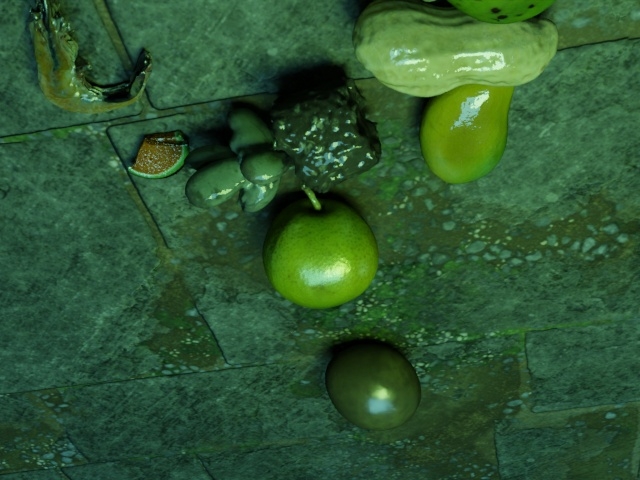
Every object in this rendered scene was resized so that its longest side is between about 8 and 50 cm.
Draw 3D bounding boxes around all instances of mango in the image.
[{"bbox_3d":[0.198,-0.160,1.265,0.122,0.085,0.191,5,132,8],"label":"mango"}]

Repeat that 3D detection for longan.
[{"bbox_3d":[0.095,0.273,1.735,0.185,0.159,0.204,30,172,-11],"label":"longan"}]

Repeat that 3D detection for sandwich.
[{"bbox_3d":[-0.230,-0.125,1.335,0.069,0.026,0.101,23,132,-21],"label":"sandwich"}]

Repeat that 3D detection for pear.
[{"bbox_3d":[0.000,0.000,1.403,0.180,0.166,0.216,6,119,11],"label":"pear"}]

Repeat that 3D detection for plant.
[{"bbox_3d":[-0.059,-0.121,1.246,0.275,0.146,0.149,-18,94,21],"label":"plant"}]

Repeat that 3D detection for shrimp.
[{"bbox_3d":[-0.296,-0.236,1.177,0.152,0.046,0.219,0,144,0],"label":"shrimp"}]

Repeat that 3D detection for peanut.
[{"bbox_3d":[0.165,-0.237,1.140,0.257,0.123,0.123,2,140,-7],"label":"peanut"}]

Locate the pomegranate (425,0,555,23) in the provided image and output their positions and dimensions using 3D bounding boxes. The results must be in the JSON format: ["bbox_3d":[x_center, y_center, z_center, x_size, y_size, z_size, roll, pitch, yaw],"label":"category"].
[{"bbox_3d":[0.172,-0.328,0.992,0.202,0.202,0.248,25,161,-28],"label":"pomegranate"}]
